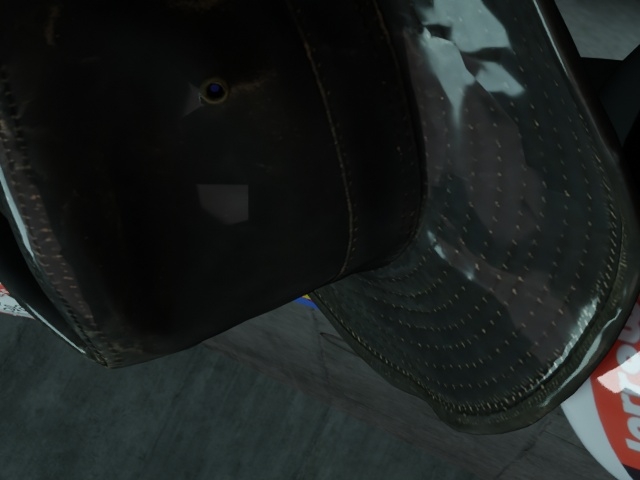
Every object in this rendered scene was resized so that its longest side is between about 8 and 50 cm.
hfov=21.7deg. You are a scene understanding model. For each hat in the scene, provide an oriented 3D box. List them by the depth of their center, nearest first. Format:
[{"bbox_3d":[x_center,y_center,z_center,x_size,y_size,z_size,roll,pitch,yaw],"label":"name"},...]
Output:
[{"bbox_3d":[-0.058,-0.055,0.517,0.331,0.134,0.331,43,153,28],"label":"hat"}]

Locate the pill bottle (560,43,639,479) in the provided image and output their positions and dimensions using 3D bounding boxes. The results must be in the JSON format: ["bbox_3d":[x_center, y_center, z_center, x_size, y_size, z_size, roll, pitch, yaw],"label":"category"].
[{"bbox_3d":[0.197,0.019,0.519,0.323,0.182,0.181,14,164,47],"label":"pill bottle"}]

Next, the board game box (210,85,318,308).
[{"bbox_3d":[-0.019,-0.035,0.850,0.347,0.078,0.233,19,166,-15],"label":"board game box"}]

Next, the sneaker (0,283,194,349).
[{"bbox_3d":[-0.160,-0.018,0.726,0.270,0.090,0.145,14,165,-8],"label":"sneaker"}]
